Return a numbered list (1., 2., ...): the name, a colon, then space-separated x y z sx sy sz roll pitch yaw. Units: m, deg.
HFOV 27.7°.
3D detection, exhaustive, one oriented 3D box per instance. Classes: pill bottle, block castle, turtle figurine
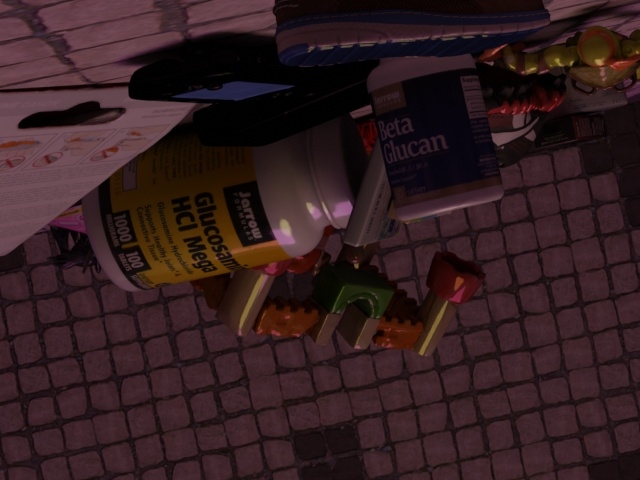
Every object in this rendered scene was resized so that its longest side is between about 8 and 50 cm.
1. pill bottle: 0.091 -0.107 1.094 0.094 0.169 0.094 -13 180 0
2. block castle: 0.000 0.000 1.944 0.453 0.212 0.303 10 -158 -41
3. pill bottle: -0.111 -0.056 1.618 0.334 0.187 0.188 -13 180 15
4. turtle figurine: 0.316 -0.201 1.386 0.270 0.087 0.217 -13 180 19

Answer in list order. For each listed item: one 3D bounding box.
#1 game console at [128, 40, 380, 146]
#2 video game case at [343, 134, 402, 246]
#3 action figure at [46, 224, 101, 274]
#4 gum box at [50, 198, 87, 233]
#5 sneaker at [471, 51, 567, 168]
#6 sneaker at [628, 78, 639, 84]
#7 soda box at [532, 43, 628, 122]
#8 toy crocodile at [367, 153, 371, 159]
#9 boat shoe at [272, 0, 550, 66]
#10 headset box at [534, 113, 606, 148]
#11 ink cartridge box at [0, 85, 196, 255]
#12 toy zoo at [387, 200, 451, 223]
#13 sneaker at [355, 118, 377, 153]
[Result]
1. game console: -0.050 -0.133 1.154 0.213 0.044 0.361 -20 175 26
2. video game case: 0.092 -0.100 1.538 0.023 0.212 0.193 20 -170 15
3. action figure: -0.385 -0.026 2.196 0.164 0.141 0.275 -11 -164 -8
4. gum box: -0.314 -0.061 1.829 0.188 0.062 0.107 -12 161 39
5. sneaker: 0.188 -0.139 1.467 0.098 0.135 0.276 35 -158 20
6. sneaker: 0.553 -0.266 1.901 0.232 0.090 0.115 -3 -176 -17
7. soda box: 0.282 -0.193 1.739 0.098 0.091 0.286 -12 180 -24
8. toy crocodile: -0.057 -0.123 2.193 0.341 0.105 0.115 -7 -177 25
9. boat shoe: 0.059 -0.151 0.810 0.183 0.066 0.066 -7 176 -22
10. headset box: 0.309 -0.136 1.624 0.062 0.032 0.083 -12 179 42
11. ink cartridge box: -0.330 -0.078 1.219 0.385 0.091 0.308 -33 167 36
12. toy zoo: 0.162 -0.122 1.643 0.030 0.192 0.293 20 -169 15
13. sneaker: 0.087 -0.155 2.008 0.128 0.087 0.221 -14 179 4
